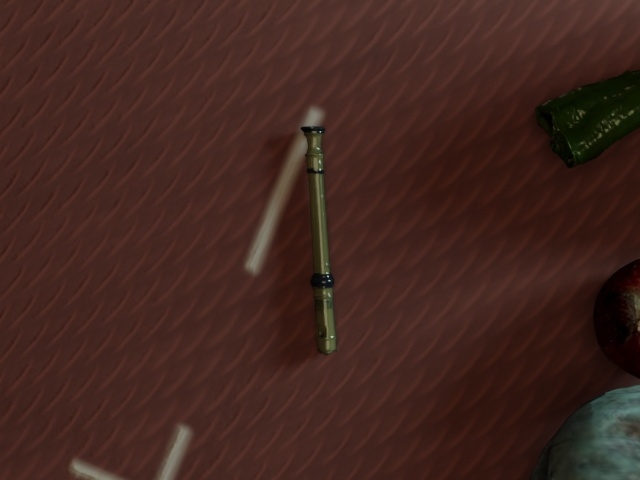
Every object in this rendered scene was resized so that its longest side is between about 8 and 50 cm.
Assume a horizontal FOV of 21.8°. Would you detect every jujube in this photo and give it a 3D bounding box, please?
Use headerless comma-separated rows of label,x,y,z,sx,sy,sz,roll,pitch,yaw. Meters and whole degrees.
jujube,0.355,0.255,1.576,0.308,0.215,0.246,10,52,0

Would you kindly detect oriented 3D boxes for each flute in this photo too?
flute,0.000,0.000,1.690,0.027,0.027,0.233,-4,92,4

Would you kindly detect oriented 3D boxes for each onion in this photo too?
onion,0.331,0.077,1.625,0.131,0.131,0.131,0,91,4

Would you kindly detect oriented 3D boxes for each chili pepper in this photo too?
chili pepper,0.381,-0.184,1.638,0.359,0.076,0.085,-30,53,-2
